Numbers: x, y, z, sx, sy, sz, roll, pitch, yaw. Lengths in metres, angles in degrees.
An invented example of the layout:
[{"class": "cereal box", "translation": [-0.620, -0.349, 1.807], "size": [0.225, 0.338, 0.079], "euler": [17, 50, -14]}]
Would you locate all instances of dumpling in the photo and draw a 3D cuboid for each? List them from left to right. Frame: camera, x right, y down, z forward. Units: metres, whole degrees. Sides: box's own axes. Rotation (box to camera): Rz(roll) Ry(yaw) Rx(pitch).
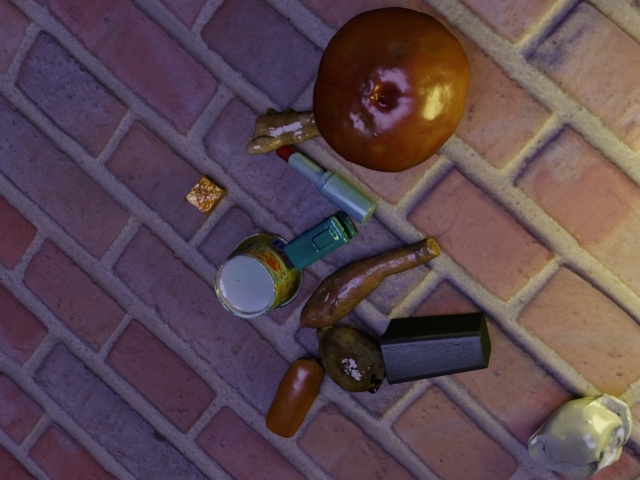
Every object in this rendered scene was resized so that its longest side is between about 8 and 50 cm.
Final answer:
[{"class": "dumpling", "translation": [0.591, 0.441, 1.820], "size": [0.250, 0.132, 0.162], "euler": [-39, 86, 23]}]

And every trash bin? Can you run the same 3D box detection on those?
[{"class": "trash bin", "translation": [0.267, 0.239, 1.859], "size": [0.226, 0.165, 0.115], "euler": [-11, 100, 18]}]

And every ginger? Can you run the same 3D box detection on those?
[{"class": "ginger", "translation": [-0.081, -0.264, 1.888], "size": [0.206, 0.115, 0.081], "euler": [-17, 117, 0]}]

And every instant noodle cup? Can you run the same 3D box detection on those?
[{"class": "instant noodle cup", "translation": [-0.160, 0.093, 1.967], "size": [0.205, 0.153, 0.205], "euler": [5, 105, 19]}]

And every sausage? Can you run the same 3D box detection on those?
[{"class": "sausage", "translation": [-0.065, 0.393, 2.047], "size": [0.098, 0.098, 0.238], "euler": [28, 113, 9]}]

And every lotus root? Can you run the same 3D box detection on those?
[{"class": "lotus root", "translation": [0.067, 0.282, 1.961], "size": [0.214, 0.138, 0.138], "euler": [38, 113, 18]}]

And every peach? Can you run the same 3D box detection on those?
[{"class": "peach", "translation": [0.142, -0.313, 1.679], "size": [0.343, 0.302, 0.342], "euler": [5, 106, 18]}]

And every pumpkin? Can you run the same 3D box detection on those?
[{"class": "pumpkin", "translation": [-0.285, -0.111, 2.008], "size": [0.074, 0.054, 0.083], "euler": [40, 91, 1]}]

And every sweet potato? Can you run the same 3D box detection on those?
[{"class": "sweet potato", "translation": [0.099, 0.091, 1.912], "size": [0.385, 0.109, 0.109], "euler": [-35, 91, 17]}]

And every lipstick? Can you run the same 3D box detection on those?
[{"class": "lipstick", "translation": [0.007, -0.141, 1.896], "size": [0.274, 0.068, 0.061], "euler": [38, 99, 13]}]

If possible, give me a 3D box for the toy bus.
[{"class": "toy bus", "translation": [0.000, 0.000, 1.921], "size": [0.160, 0.092, 0.079], "euler": [-31, 94, 23]}]
